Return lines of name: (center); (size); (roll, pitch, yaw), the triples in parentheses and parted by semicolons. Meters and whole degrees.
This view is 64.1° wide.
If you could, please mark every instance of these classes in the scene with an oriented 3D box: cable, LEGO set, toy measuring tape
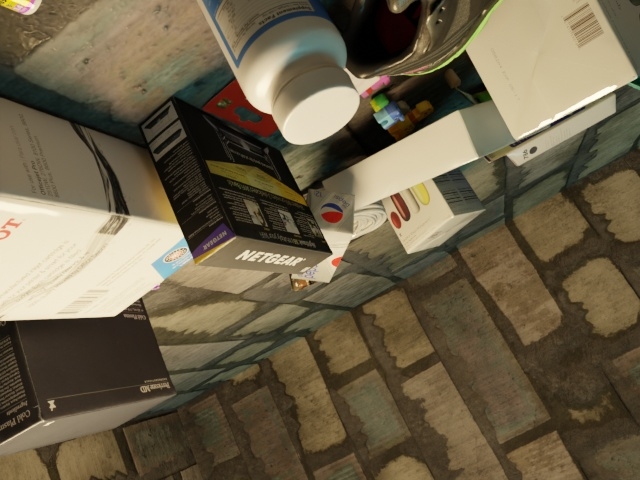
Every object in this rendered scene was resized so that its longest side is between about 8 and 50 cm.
cable: (0.035, -0.058, 1.286); (0.257, 0.089, 0.257); (-28, 160, 34)
LEGO set: (0.155, -0.257, 0.978); (0.093, 0.087, 0.227); (-33, 162, 18)
toy measuring tape: (0.390, -0.323, 1.119); (0.121, 0.121, 0.330); (-37, 148, 29)

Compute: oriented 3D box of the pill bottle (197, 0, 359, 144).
pill bottle: (-0.046, -0.221, 0.570); (0.124, 0.222, 0.124); (-24, 162, -8)

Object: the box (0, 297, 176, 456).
box: (-0.487, 0.202, 0.966); (0.178, 0.313, 0.343); (-31, 161, 13)

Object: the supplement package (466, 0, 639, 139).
supplement package: (0.405, -0.323, 0.821); (0.262, 0.199, 0.198); (-30, -178, -37)

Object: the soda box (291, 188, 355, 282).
soda box: (0.000, 0.000, 1.111); (0.098, 0.091, 0.286); (7, 155, -7)

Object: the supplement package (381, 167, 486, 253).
supplement package: (0.292, -0.107, 1.396); (0.149, 0.203, 0.194); (-11, 155, -40)

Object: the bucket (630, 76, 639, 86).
bucket: (0.692, -0.422, 1.002); (0.281, 0.281, 0.183); (-38, 168, 30)

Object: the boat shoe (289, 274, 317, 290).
boat shoe: (-0.023, 0.055, 1.412); (0.119, 0.123, 0.324); (-9, -172, 5)

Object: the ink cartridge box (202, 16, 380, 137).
ink cartridge box: (-0.040, -0.237, 0.813); (0.232, 0.066, 0.189); (-39, 160, 20)

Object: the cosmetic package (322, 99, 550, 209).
cosmetic package: (0.226, -0.175, 1.053); (0.284, 0.098, 0.377); (-28, -176, -39)

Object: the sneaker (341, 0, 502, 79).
sneaker: (0.153, -0.343, 0.554); (0.202, 0.185, 0.483); (-32, 165, -28)

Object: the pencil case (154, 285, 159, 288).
pencil case: (-0.323, 0.020, 1.061); (0.086, 0.088, 0.206); (-6, 152, -46)

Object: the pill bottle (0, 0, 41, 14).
pill bottle: (-0.297, -0.238, 0.456); (0.043, 0.043, 0.083); (-36, 160, 25)

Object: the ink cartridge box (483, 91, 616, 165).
ink cartridge box: (0.533, -0.295, 1.279); (0.332, 0.165, 0.065); (-27, 133, 5)

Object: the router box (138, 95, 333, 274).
router box: (-0.123, -0.072, 0.842); (0.081, 0.243, 0.308); (-34, 160, 19)

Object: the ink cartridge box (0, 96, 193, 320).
ink cartridge box: (-0.386, -0.017, 0.740); (0.285, 0.166, 0.395); (-34, 162, 18)
